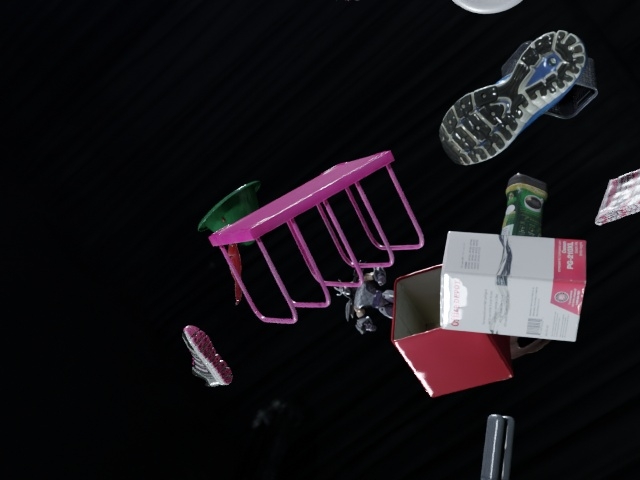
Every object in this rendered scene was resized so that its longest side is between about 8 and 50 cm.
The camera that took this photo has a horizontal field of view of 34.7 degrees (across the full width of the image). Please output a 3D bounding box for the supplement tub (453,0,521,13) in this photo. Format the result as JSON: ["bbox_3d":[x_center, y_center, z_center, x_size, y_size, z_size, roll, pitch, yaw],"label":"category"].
[{"bbox_3d":[0.379,-0.655,2.261,0.228,0.228,0.316,47,-150,-16],"label":"supplement tub"}]

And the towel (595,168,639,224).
[{"bbox_3d":[0.704,-0.117,2.283,0.029,0.197,0.144,45,-129,-17],"label":"towel"}]

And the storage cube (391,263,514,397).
[{"bbox_3d":[0.271,0.177,2.101,0.193,0.215,0.184,55,-153,-34],"label":"storage cube"}]

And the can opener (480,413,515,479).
[{"bbox_3d":[0.439,0.564,2.460,0.076,0.095,0.283,15,-101,-35],"label":"can opener"}]

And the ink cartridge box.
[{"bbox_3d":[0.331,0.079,1.774,0.172,0.237,0.100,83,-165,-49],"label":"ink cartridge box"}]

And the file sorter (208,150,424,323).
[{"bbox_3d":[0.000,0.000,1.755,0.182,0.290,0.202,63,157,-9],"label":"file sorter"}]

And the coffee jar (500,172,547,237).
[{"bbox_3d":[0.476,-0.061,2.397,0.096,0.079,0.184,20,-113,-17],"label":"coffee jar"}]

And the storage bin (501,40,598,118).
[{"bbox_3d":[0.495,-0.347,2.218,0.180,0.122,0.084,12,-120,-18],"label":"storage bin"}]

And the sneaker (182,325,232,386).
[{"bbox_3d":[-0.286,0.284,2.448,0.170,0.075,0.063,55,-150,-10],"label":"sneaker"}]

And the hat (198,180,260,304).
[{"bbox_3d":[-0.153,-0.003,2.262,0.183,0.173,0.208,53,156,5],"label":"hat"}]

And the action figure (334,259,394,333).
[{"bbox_3d":[0.167,0.157,2.606,0.285,0.185,0.099,17,-152,14],"label":"action figure"}]

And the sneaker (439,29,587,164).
[{"bbox_3d":[0.367,-0.253,1.902,0.130,0.330,0.147,59,-152,12],"label":"sneaker"}]

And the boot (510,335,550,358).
[{"bbox_3d":[0.557,0.241,2.629,0.090,0.248,0.207,65,158,6],"label":"boot"}]
